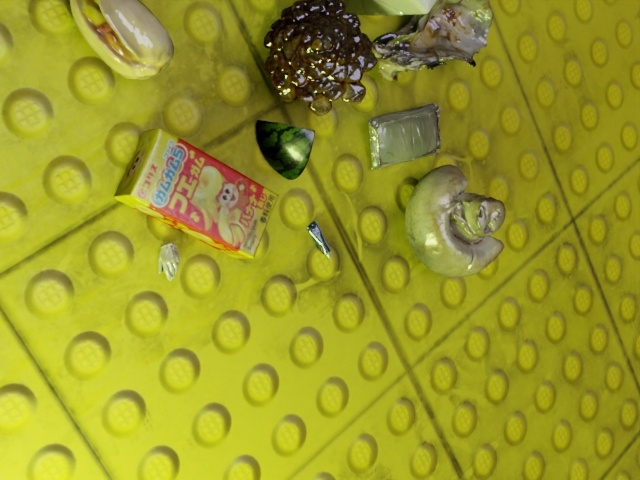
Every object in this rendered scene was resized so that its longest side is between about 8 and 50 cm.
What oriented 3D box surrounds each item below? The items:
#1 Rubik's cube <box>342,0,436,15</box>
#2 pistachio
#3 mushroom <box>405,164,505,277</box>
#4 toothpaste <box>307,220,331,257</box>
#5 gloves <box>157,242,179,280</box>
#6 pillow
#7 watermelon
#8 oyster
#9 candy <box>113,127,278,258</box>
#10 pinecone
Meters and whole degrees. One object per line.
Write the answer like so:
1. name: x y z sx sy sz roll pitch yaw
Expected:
1. Rubik's cube: 0.113 -0.651 1.616 0.319 0.322 0.316 38 84 -29
2. pistachio: -0.345 -0.368 1.466 0.200 0.117 0.145 45 28 -18
3. mushroom: 0.291 -0.024 1.855 0.189 0.195 0.253 -45 111 -22
4. toothpaste: 0.000 0.000 1.758 0.027 0.019 0.083 -32 105 -13
5. gloves: -0.282 0.034 1.554 0.044 0.037 0.081 -11 104 1
6. pillow: 0.190 -0.231 1.867 0.208 0.053 0.119 -16 103 -34
7. watermelon: -0.065 -0.187 1.694 0.094 0.125 0.135 -63 158 -52
8. oyster: 0.255 -0.448 1.868 0.337 0.133 0.198 -39 113 -26
9. candy: -0.224 -0.083 1.560 0.276 0.088 0.146 30 75 -30
10. pinecone: -0.006 -0.358 1.645 0.202 0.201 0.229 11 80 -30
